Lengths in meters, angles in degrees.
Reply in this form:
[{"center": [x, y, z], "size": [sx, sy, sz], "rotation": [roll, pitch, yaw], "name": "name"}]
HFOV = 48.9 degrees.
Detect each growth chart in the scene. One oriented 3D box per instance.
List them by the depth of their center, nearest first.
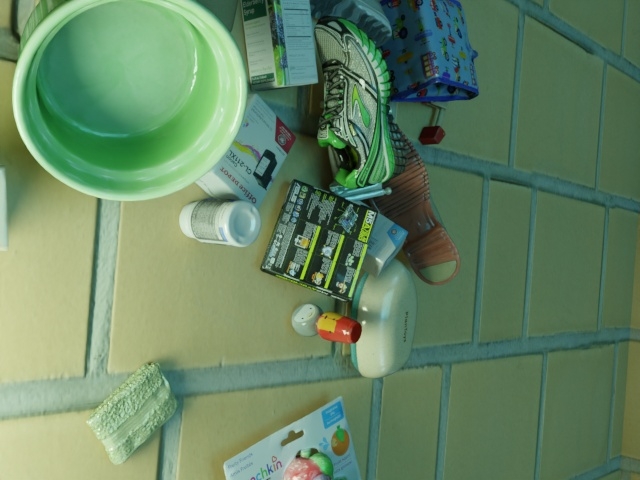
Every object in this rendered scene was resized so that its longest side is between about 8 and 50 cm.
[{"center": [0.081, -0.195, 1.459], "size": [0.171, 0.021, 0.237], "rotation": [-7, 91, -22], "name": "growth chart"}]

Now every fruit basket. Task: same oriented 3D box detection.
[{"center": [-0.016, 0.528, 1.366], "size": [0.327, 0.165, 0.353], "rotation": [-17, 102, -45], "name": "fruit basket"}]

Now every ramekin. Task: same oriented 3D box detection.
[{"center": [-0.266, -0.220, 0.973], "size": [0.303, 0.148, 0.304], "rotation": [-15, 130, -18], "name": "ramekin"}]

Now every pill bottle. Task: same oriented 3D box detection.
[{"center": [-0.171, -0.031, 1.179], "size": [0.078, 0.137, 0.078], "rotation": [-6, 98, -46], "name": "pill bottle"}]

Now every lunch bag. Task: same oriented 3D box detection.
[{"center": [0.273, -0.435, 1.589], "size": [0.293, 0.138, 0.221], "rotation": [-9, 86, -46], "name": "lunch bag"}]

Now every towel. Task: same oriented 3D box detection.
[{"center": [-0.300, 0.279, 1.145], "size": [0.148, 0.027, 0.110], "rotation": [-42, 120, -36], "name": "towel"}]

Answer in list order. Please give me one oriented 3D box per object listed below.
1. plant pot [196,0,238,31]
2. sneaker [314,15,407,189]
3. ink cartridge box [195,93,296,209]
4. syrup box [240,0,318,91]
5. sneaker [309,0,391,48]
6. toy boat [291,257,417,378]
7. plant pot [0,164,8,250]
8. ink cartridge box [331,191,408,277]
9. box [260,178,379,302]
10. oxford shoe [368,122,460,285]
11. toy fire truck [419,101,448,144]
[{"center": [-0.213, -0.443, 1.052], "size": [0.256, 0.256, 0.274], "rotation": [-38, 136, -38], "name": "plant pot"}, {"center": [0.057, -0.254, 1.337], "size": [0.146, 0.134, 0.344], "rotation": [-28, 113, -22], "name": "sneaker"}, {"center": [-0.137, -0.152, 1.253], "size": [0.127, 0.072, 0.175], "rotation": [44, 62, -39], "name": "ink cartridge box"}, {"center": [-0.079, -0.398, 1.281], "size": [0.096, 0.093, 0.237], "rotation": [-18, 106, -44], "name": "syrup box"}, {"center": [0.028, -0.498, 1.409], "size": [0.281, 0.105, 0.115], "rotation": [32, 40, -41], "name": "sneaker"}, {"center": [0.083, 0.161, 1.476], "size": [0.318, 0.148, 0.268], "rotation": [0, 98, -54], "name": "toy boat"}, {"center": [-0.463, -0.041, 0.903], "size": [0.096, 0.109, 0.109], "rotation": [-3, 95, -33], "name": "plant pot"}, {"center": [0.076, -0.018, 1.454], "size": [0.104, 0.180, 0.060], "rotation": [-47, 164, -33], "name": "ink cartridge box"}, {"center": [0.000, 0.000, 1.359], "size": [0.184, 0.045, 0.191], "rotation": [20, 75, -9], "name": "box"}, {"center": [0.186, -0.090, 1.585], "size": [0.146, 0.140, 0.397], "rotation": [-89, 156, -75], "name": "oxford shoe"}, {"center": [0.274, -0.341, 1.690], "size": [0.135, 0.047, 0.192], "rotation": [48, 59, -37], "name": "toy fire truck"}]
